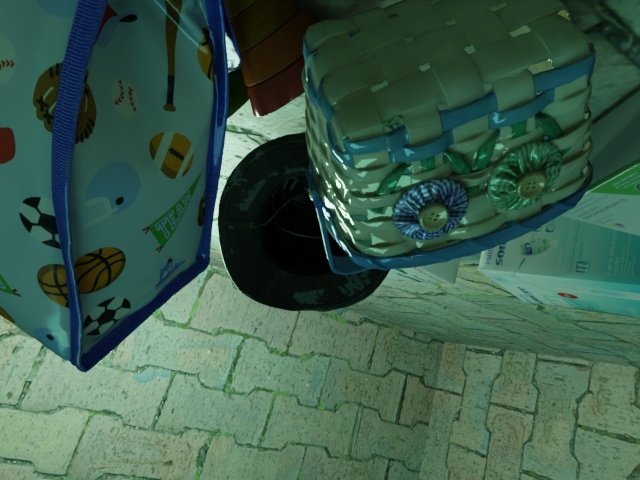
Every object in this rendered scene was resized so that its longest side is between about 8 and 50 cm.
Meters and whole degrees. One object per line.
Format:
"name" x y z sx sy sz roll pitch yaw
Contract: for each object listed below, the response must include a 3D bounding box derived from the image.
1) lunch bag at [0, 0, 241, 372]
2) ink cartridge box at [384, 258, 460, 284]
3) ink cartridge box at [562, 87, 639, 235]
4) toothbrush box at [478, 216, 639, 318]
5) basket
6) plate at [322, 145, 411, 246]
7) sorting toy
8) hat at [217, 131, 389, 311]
"lunch bag" -0.260 -0.136 0.423 0.327 0.239 0.386 26 131 12
"ink cartridge box" 0.189 0.034 1.094 0.160 0.093 0.219 25 163 -37
"ink cartridge box" 0.390 -0.065 0.499 0.212 0.093 0.154 13 166 -1
"toothbrush box" 0.444 0.036 0.756 0.295 0.126 0.216 6 164 44
"basket" 0.103 -0.069 0.442 0.254 0.201 0.289 -20 151 4
"plate" 0.094 -0.059 0.716 0.188 0.188 0.024 16 -153 -6
"sorting toy" -0.139 -0.201 0.542 0.365 0.127 0.126 -3 135 45
"hat" -0.022 -0.040 0.813 0.331 0.331 0.134 19 -155 -16
